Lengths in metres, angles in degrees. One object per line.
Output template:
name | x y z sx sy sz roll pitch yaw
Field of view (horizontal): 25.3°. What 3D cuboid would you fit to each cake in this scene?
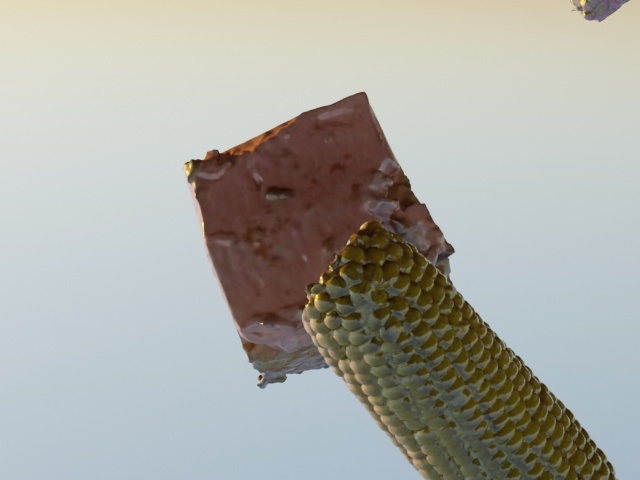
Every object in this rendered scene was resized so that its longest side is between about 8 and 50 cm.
cake | 0.000 0.000 1.923 0.314 0.306 0.293 -19 166 -1

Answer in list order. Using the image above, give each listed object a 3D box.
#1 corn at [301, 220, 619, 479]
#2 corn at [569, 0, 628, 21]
corn | 0.125 0.146 1.223 0.144 0.387 0.144 -38 -164 13
corn | 0.533 -0.484 2.310 0.335 0.126 0.127 -37 168 33
